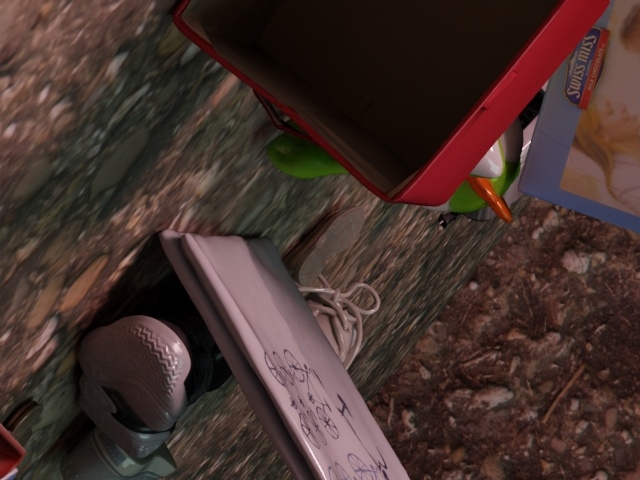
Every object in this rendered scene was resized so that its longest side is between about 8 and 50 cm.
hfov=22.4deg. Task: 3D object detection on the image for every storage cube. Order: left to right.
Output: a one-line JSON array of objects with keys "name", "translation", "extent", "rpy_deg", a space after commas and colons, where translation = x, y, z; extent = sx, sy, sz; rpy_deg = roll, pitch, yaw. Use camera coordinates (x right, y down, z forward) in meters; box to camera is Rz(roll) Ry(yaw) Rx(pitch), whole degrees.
[{"name": "storage cube", "translation": [0.056, -0.148, 1.025], "extent": [0.215, 0.184, 0.193], "rpy_deg": [-51, 170, 8]}]

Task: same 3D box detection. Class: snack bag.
[{"name": "snack bag", "translation": [-0.005, 0.129, 1.407], "extent": [0.037, 0.323, 0.342], "rpy_deg": [-32, 173, 9]}]

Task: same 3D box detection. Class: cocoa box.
[{"name": "cocoa box", "translation": [0.334, -0.189, 1.338], "extent": [0.228, 0.231, 0.347], "rpy_deg": [-47, 153, -59]}]

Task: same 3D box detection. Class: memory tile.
[{"name": "memory tile", "translation": [-0.286, 0.194, 1.301], "extent": [0.148, 0.012, 0.113], "rpy_deg": [-41, 167, -42]}]

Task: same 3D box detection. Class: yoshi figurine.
[{"name": "yoshi figurine", "translation": [0.065, -0.129, 1.330], "extent": [0.362, 0.204, 0.203], "rpy_deg": [39, 52, -67]}]

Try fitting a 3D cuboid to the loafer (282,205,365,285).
[{"name": "loafer", "translation": [0.000, 0.000, 1.773], "extent": [0.125, 0.039, 0.045], "rpy_deg": [-46, 137, -34]}]

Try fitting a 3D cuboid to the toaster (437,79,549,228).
[{"name": "toaster", "translation": [0.211, -0.126, 1.951], "extent": [0.227, 0.129, 0.146], "rpy_deg": [-45, 165, -14]}]

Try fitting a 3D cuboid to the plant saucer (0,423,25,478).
[{"name": "plant saucer", "translation": [-0.322, 0.204, 1.087], "extent": [0.258, 0.048, 0.259], "rpy_deg": [-47, 170, -13]}]

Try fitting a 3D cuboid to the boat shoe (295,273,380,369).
[{"name": "boat shoe", "translation": [-0.006, 0.101, 1.817], "extent": [0.156, 0.136, 0.367], "rpy_deg": [-49, 173, -1]}]

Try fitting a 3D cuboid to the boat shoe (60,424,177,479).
[{"name": "boat shoe", "translation": [-0.203, 0.212, 1.584], "extent": [0.081, 0.079, 0.227], "rpy_deg": [-31, 171, 3]}]

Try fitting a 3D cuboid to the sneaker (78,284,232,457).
[{"name": "sneaker", "translation": [-0.124, 0.088, 1.376], "extent": [0.153, 0.101, 0.268], "rpy_deg": [-46, 175, -23]}]

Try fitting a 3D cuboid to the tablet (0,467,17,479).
[{"name": "tablet", "translation": [-0.260, 0.203, 1.196], "extent": [0.083, 0.006, 0.054], "rpy_deg": [-35, 163, -51]}]
